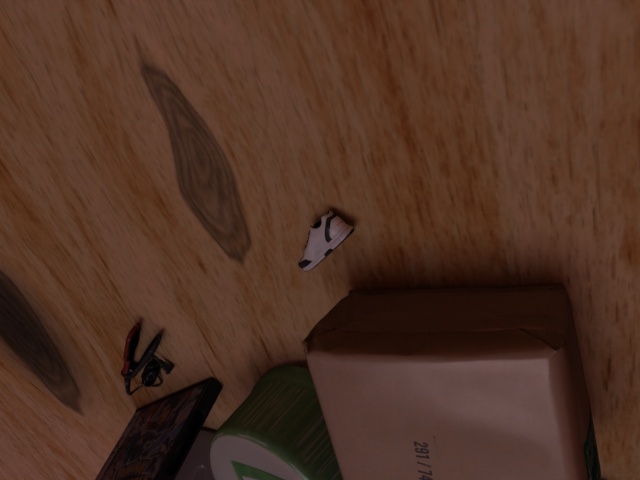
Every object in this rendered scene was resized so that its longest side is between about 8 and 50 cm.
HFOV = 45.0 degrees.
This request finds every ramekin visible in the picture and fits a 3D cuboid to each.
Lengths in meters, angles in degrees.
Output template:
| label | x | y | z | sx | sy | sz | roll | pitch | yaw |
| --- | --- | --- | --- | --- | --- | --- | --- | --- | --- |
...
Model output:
| label | x | y | z | sx | sy | sz | roll | pitch | yaw |
| --- | --- | --- | --- | --- | --- | --- | --- | --- | --- |
| ramekin | -0.031 | 0.362 | 1.212 | 0.303 | 0.148 | 0.303 | 24 | 133 | 28 |

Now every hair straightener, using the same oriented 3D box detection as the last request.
| label | x | y | z | sx | sy | sz | roll | pitch | yaw |
| --- | --- | --- | --- | --- | --- | --- | --- | --- | --- |
| hair straightener | -0.303 | 0.223 | 1.342 | 0.089 | 0.047 | 0.230 | 27 | 139 | -2 |

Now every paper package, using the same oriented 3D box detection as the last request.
| label | x | y | z | sx | sy | sz | roll | pitch | yaw |
| --- | --- | --- | --- | --- | --- | --- | --- | --- | --- |
| paper package | 0.176 | 0.230 | 0.966 | 0.309 | 0.168 | 0.325 | -4 | 113 | 27 |

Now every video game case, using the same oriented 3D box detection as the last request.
| label | x | y | z | sx | sy | sz | roll | pitch | yaw |
| --- | --- | --- | --- | --- | --- | --- | --- | --- | --- |
| video game case | -0.306 | 0.375 | 1.350 | 0.035 | 0.248 | 0.275 | 43 | 136 | -18 |

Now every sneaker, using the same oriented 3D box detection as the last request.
| label | x | y | z | sx | sy | sz | roll | pitch | yaw |
| --- | --- | --- | --- | --- | --- | --- | --- | --- | --- |
| sneaker | 0.000 | 0.000 | 0.977 | 0.044 | 0.040 | 0.109 | 45 | 134 | 1 |

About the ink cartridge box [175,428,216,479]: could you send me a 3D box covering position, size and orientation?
| label | x | y | z | sx | sy | sz | roll | pitch | yaw |
| --- | --- | --- | --- | --- | --- | --- | --- | --- | --- |
| ink cartridge box | -0.252 | 0.537 | 1.515 | 0.131 | 0.226 | 0.306 | 11 | 136 | 13 |
